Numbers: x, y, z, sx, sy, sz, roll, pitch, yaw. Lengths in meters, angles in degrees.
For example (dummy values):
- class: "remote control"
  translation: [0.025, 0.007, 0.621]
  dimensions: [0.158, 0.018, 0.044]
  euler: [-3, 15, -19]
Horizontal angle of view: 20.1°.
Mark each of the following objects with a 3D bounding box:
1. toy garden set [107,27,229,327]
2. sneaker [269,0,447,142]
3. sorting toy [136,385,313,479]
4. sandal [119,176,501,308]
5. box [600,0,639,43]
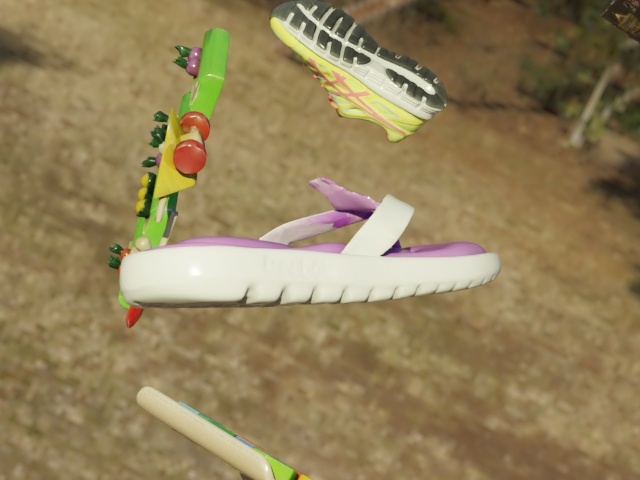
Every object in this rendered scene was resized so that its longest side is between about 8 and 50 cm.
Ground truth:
- class: "toy garden set"
  translation: [-0.145, -0.045, 1.569]
  dimensions: [0.049, 0.244, 0.204]
  euler: [18, 27, -9]
- class: "sneaker"
  translation: [0.027, -0.173, 1.918]
  dimensions: [0.208, 0.094, 0.081]
  euler: [35, 40, -3]
- class: "sorting toy"
  translation: [-0.060, 0.216, 1.738]
  dimensions: [0.193, 0.038, 0.208]
  euler: [26, -12, 40]
- class: "sandal"
  translation: [0.013, -0.001, 1.437]
  dimensions: [0.169, 0.102, 0.416]
  euler: [-4, -1, 35]
- class: "box"
  translation: [0.453, -0.390, 2.046]
  dimensions: [0.073, 0.295, 0.293]
  euler: [35, -11, 1]
